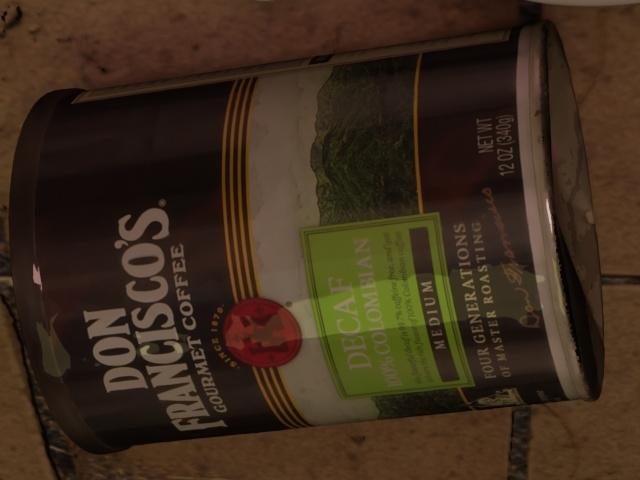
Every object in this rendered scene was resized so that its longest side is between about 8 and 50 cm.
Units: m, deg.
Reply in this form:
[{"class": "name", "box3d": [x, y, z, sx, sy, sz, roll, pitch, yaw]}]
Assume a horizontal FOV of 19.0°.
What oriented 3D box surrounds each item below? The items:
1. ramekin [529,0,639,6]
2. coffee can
[{"class": "ramekin", "box3d": [0.125, -0.217, 0.752, 0.277, 0.135, 0.277, -7, 147, -5]}, {"class": "coffee can", "box3d": [0.000, 0.000, 1.021, 0.275, 0.201, 0.201, -8, 139, 14]}]
